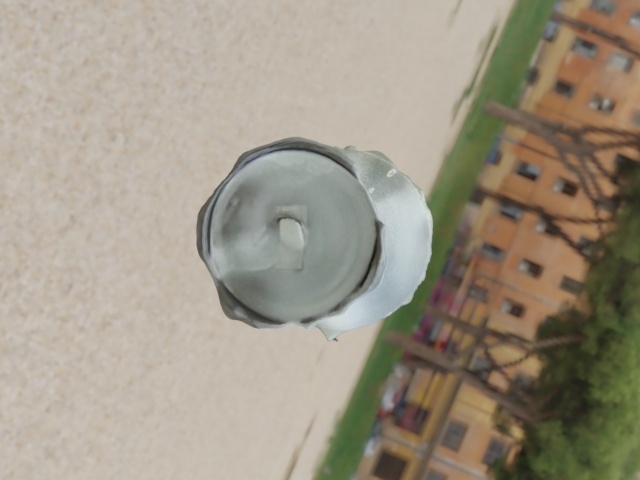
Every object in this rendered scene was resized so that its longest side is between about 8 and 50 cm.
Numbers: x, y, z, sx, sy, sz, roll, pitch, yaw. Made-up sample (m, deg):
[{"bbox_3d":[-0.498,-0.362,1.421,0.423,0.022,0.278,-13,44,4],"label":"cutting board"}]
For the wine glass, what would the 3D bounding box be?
[{"bbox_3d":[0.000,0.000,0.682,0.183,0.122,0.122,-13,125,-82],"label":"wine glass"}]
